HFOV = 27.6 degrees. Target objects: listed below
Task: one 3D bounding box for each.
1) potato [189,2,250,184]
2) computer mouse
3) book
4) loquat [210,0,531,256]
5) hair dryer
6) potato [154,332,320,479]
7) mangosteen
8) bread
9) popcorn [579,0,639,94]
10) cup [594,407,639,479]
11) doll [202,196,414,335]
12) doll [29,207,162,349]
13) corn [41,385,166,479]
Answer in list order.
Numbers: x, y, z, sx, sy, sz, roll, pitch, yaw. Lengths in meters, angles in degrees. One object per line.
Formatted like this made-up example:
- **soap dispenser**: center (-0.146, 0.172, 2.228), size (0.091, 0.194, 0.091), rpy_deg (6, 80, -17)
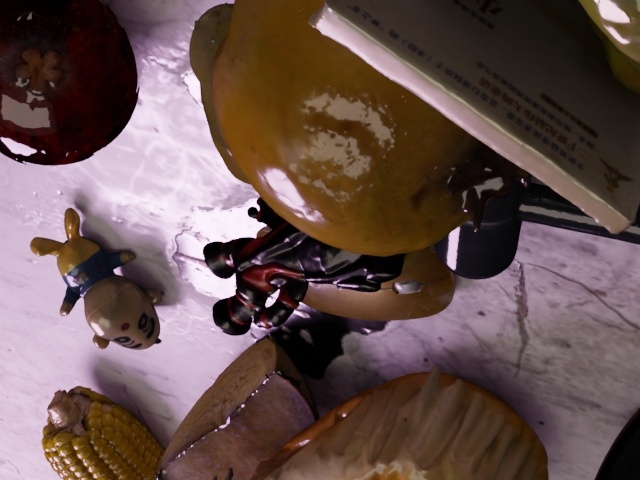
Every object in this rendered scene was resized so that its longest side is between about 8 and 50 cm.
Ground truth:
- **potato**: center (-0.054, -0.113, 1.083), size (0.105, 0.085, 0.188), rpy_deg (21, 145, 17)
- **computer mouse**: center (0.028, 0.028, 1.211), size (0.199, 0.045, 0.102), rpy_deg (7, 138, 29)
- **book**: center (0.127, -0.141, 0.764), size (0.201, 0.289, 0.026), rpy_deg (35, 132, -4)
- **loquat**: center (0.045, -0.105, 0.908), size (0.244, 0.244, 0.244), rpy_deg (19, 140, 17)
- **hair dryer**: center (0.199, -0.018, 1.038), size (0.219, 0.071, 0.124), rpy_deg (10, 139, 13)
- **potato**: center (-0.062, 0.202, 1.421), size (0.138, 0.098, 0.243), rpy_deg (34, 127, -19)
- **mangosteen**: center (-0.241, -0.142, 1.133), size (0.166, 0.166, 0.180), rpy_deg (36, 166, -5)
- **bread**: center (0.053, 0.285, 1.316), size (0.389, 0.183, 0.236), rpy_deg (-34, 99, 35)
- **popcorn**: center (0.249, -0.180, 0.650), size (0.279, 0.274, 0.335), rpy_deg (34, 117, -30)
- **cup**: center (0.349, 0.231, 1.167), size (0.177, 0.239, 0.166), rpy_deg (29, 100, -5)
- **doll**: center (0.001, -0.001, 1.129), size (0.249, 0.088, 0.127), rpy_deg (-32, 86, 33)
- **doll**: center (-0.231, 0.053, 1.389), size (0.179, 0.102, 0.089), rpy_deg (48, -178, -25)
- **corn**: center (-0.238, 0.299, 1.633), size (0.119, 0.119, 0.322), rpy_deg (-6, 135, 38)
